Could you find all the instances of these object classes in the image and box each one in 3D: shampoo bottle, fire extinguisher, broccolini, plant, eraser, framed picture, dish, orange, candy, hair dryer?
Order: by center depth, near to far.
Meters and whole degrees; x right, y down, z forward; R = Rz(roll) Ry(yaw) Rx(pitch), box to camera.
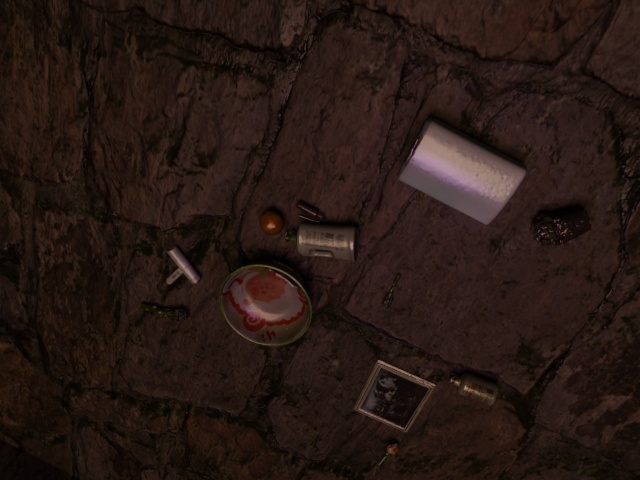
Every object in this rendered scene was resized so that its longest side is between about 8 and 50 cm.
[{"bbox_3d":[0.370,-0.185,1.325,0.290,0.104,0.189,28,119,1],"label":"eraser"},{"bbox_3d":[0.646,-0.038,1.332,0.143,0.092,0.094,-16,120,18],"label":"plant"},{"bbox_3d":[-0.035,-0.082,1.547,0.100,0.046,0.032,30,166,6],"label":"fire extinguisher"},{"bbox_3d":[0.000,0.000,1.557,0.234,0.087,0.118,6,119,15],"label":"shampoo bottle"},{"bbox_3d":[-0.156,-0.058,1.581,0.085,0.085,0.084,8,120,14],"label":"orange"},{"bbox_3d":[0.237,0.167,1.615,0.035,0.030,0.139,20,118,-4],"label":"broccolini"},{"bbox_3d":[0.515,0.496,1.677,0.162,0.079,0.079,19,122,7],"label":"shampoo bottle"},{"bbox_3d":[-0.177,0.199,1.711,0.325,0.124,0.324,4,115,9],"label":"dish"},{"bbox_3d":[-0.548,0.115,1.827,0.183,0.044,0.154,-24,107,31],"label":"hair dryer"},{"bbox_3d":[0.270,0.590,1.844,0.232,0.019,0.296,22,122,5],"label":"framed picture"},{"bbox_3d":[-0.617,0.267,1.932,0.216,0.067,0.058,15,119,20],"label":"broccolini"},{"bbox_3d":[0.268,0.863,1.988,0.056,0.049,0.184,-6,136,-29],"label":"candy"}]
